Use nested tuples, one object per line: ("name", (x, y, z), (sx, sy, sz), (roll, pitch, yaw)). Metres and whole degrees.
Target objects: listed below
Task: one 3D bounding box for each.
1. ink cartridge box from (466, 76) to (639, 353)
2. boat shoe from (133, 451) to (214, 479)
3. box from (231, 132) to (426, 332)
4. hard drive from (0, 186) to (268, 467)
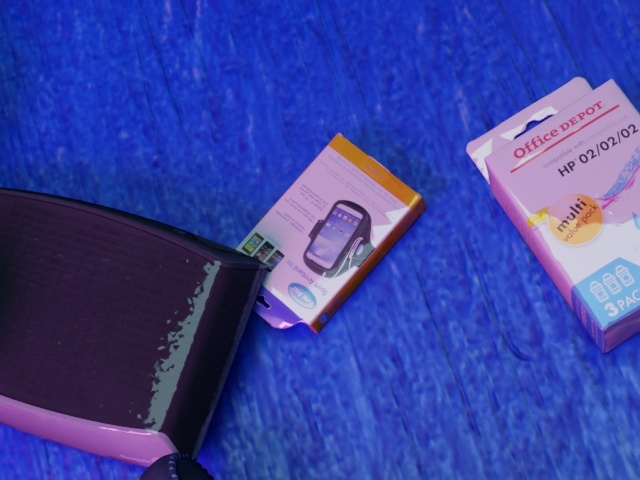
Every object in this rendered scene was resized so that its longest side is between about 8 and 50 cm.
("ink cartridge box", (0.182, -0.031, 0.915), (0.104, 0.061, 0.181), (-32, 67, 0))
("boat shoe", (-0.013, 0.230, 0.853), (0.089, 0.109, 0.258), (-42, 81, 16))
("box", (0.000, 0.000, 0.965), (0.081, 0.028, 0.136), (40, 86, 22))
("hard drive", (-0.180, 0.051, 0.961), (0.254, 0.054, 0.172), (15, 76, 23))
